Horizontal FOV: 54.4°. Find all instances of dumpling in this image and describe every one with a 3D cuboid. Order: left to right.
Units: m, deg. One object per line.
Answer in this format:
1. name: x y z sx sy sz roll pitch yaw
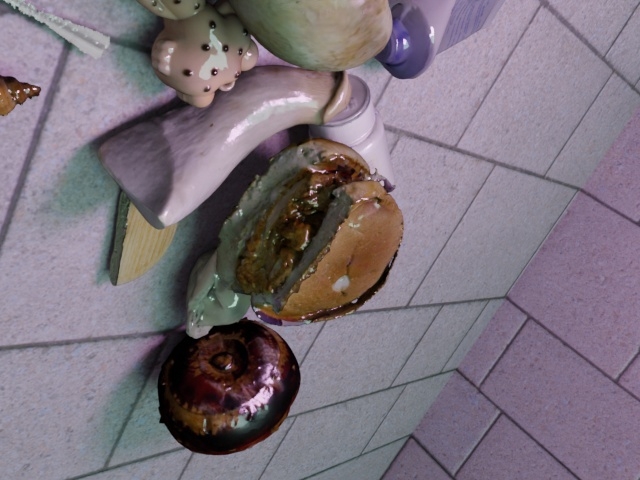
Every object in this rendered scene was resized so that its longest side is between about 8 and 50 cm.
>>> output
1. dumpling: -0.185 0.084 1.183 0.250 0.132 0.162 -54 151 9

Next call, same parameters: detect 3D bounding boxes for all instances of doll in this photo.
1. doll: -0.173 -0.313 0.809 0.154 0.119 0.278 -35 136 -24

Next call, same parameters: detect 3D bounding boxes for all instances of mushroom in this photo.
1. mushroom: -0.127 -0.172 0.948 0.397 0.177 0.126 -40 149 -22
2. mushroom: 0.006 -0.378 0.745 0.260 0.352 0.352 -3 146 11

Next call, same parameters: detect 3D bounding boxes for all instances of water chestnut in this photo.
1. water chestnut: -0.187 0.312 1.282 0.300 0.300 0.300 -31 144 -26

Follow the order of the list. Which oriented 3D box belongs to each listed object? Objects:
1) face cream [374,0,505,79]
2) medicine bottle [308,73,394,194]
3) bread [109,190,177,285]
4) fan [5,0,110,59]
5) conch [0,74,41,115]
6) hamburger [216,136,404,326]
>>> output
1. face cream: 0.256 -0.427 1.172 0.420 0.137 0.235 -32 165 -30
2. medicine bottle: 0.056 -0.180 1.180 0.143 0.143 0.258 -41 148 -12
3. bread: -0.291 -0.020 1.038 0.112 0.036 0.193 -17 134 -48
4. fan: -0.393 -0.296 0.641 0.233 0.012 0.415 -52 145 7
5. conch: -0.432 -0.153 0.684 0.233 0.080 0.086 -7 122 -45
6. hamburger: 0.000 0.000 1.074 0.318 0.195 0.277 -52 148 15
